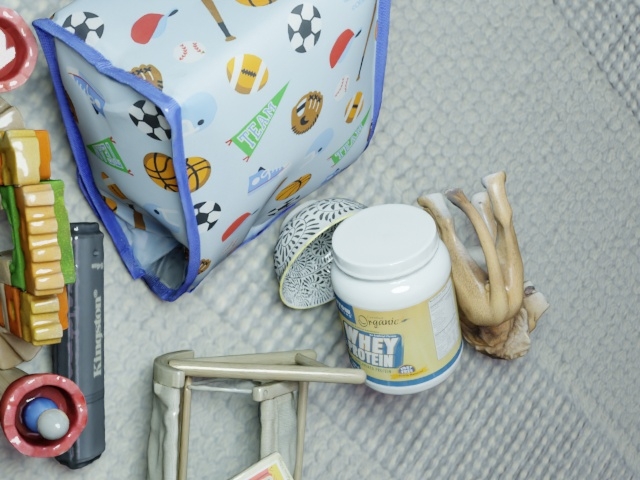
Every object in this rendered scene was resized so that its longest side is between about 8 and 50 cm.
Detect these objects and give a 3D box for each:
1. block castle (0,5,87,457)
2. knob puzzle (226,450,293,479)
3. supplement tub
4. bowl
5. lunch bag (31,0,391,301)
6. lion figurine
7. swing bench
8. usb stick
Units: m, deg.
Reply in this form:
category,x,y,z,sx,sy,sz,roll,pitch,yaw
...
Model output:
category,x,y,z,sx,sy,sz,roll,pitch,yaw
block castle,-0.401,0.011,0.965,0.303,0.213,0.453,-10,98,-31
knob puzzle,-0.088,0.357,1.104,0.213,0.030,0.213,-2,94,-26
supplement tub,0.091,0.071,1.204,0.144,0.144,0.199,-33,129,-26
bowl,0.000,0.000,1.272,0.170,0.080,0.170,-28,149,-19
lunch bag,-0.101,-0.140,1.108,0.328,0.239,0.385,-41,151,-24
lion figurine,0.212,0.051,1.306,0.142,0.392,0.240,-14,85,14
swing bench,-0.096,0.267,1.203,0.255,0.165,0.253,3,92,-26
usb stick,-0.273,0.118,1.137,0.077,0.045,0.277,-7,98,-69
